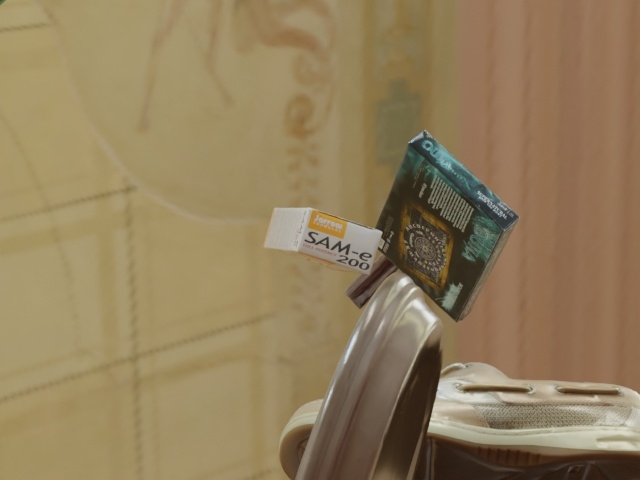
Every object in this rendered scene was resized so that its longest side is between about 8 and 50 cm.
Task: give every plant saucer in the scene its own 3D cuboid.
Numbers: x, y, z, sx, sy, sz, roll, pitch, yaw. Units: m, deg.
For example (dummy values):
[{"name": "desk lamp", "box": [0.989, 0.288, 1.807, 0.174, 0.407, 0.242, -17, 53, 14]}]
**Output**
[{"name": "plant saucer", "box": [0.027, 0.157, 1.165, 0.278, 0.041, 0.278, 17, -90, -79]}]

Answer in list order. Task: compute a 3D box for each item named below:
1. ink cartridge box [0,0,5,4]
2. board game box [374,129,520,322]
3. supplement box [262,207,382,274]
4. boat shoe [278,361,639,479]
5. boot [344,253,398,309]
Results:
[{"name": "ink cartridge box", "box": [-0.223, -0.325, 1.359, 0.289, 0.211, 0.121, -40, -47, 0]}, {"name": "board game box", "box": [0.117, -0.010, 1.745, 0.026, 0.126, 0.186, -39, -16, -28]}, {"name": "supplement box", "box": [0.000, 0.000, 1.385, 0.062, 0.098, 0.036, 18, -94, -16]}, {"name": "boat shoe", "box": [0.127, 0.169, 1.550, 0.341, 0.110, 0.122, 7, -47, -14]}, {"name": "boot", "box": [0.082, 0.029, 2.072, 0.114, 0.037, 0.106, -53, -25, 17]}]
